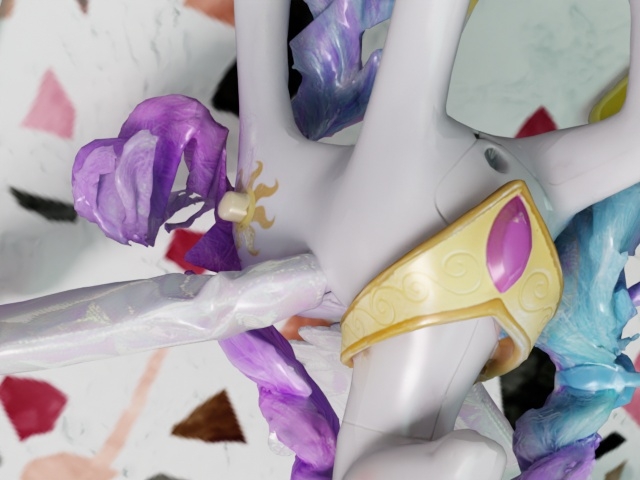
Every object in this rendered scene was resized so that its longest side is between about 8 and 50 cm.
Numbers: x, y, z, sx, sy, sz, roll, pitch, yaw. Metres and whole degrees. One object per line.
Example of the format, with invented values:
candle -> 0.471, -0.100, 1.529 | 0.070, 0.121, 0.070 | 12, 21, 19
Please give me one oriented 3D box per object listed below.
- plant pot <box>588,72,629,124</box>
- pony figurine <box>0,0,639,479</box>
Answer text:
plant pot -> 0.315, -0.040, 0.596 | 0.212, 0.212, 0.187 | -43, 129, -1
pony figurine -> 0.000, 0.000, 0.446 | 0.302, 0.351, 0.364 | 13, 84, -28
